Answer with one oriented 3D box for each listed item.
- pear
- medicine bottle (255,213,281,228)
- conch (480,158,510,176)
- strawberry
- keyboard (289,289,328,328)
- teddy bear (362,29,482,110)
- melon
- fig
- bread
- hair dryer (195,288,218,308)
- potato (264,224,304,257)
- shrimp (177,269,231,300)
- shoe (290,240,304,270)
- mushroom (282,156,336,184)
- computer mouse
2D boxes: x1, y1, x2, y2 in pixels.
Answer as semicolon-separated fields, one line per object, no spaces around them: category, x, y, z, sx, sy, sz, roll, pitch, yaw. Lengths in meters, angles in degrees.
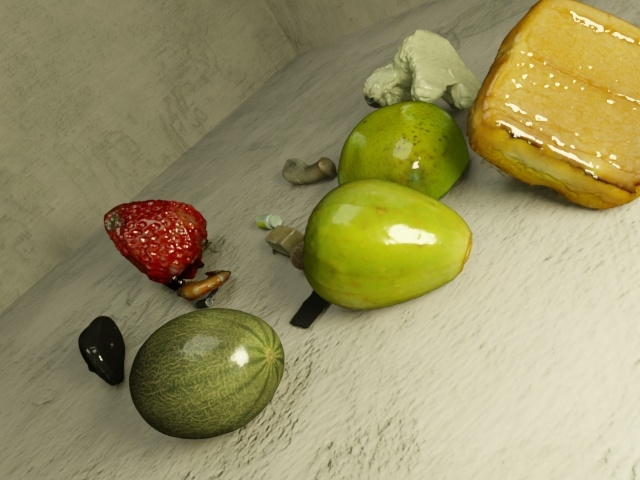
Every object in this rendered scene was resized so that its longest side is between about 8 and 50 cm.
pear;0.192;-0.193;1.188;0.342;0.238;0.318;-29;20;11
medicine bottle;-0.165;-0.060;1.553;0.083;0.047;0.047;2;45;48
conch;0.460;-0.188;1.006;0.255;0.158;0.127;-13;54;16
strawberry;-0.514;-0.019;1.594;0.292;0.310;0.292;-28;24;14
keyboard;0.010;0.124;1.120;0.074;0.015;0.196;8;50;47
teddy bear;0.279;-0.425;1.486;0.362;0.327;0.375;118;149;-51
melon;-0.213;0.247;0.925;0.301;0.237;0.237;-21;31;23
fig;0.126;0.006;0.949;0.326;0.258;0.258;-1;39;18
bread;0.458;-0.247;0.887;0.148;0.337;0.328;97;-162;-78
hair dryer;-0.320;0.161;1.401;0.047;0.026;0.083;-13;31;32
potato;-0.102;0.001;1.380;0.086;0.061;0.122;-47;30;-17
shrimp;-0.352;0.129;1.423;0.150;0.068;0.248;-27;10;-41
shoe;0.000;0.000;1.241;0.180;0.089;0.092;-29;29;6
mushroom;-0.041;-0.236;1.664;0.223;0.081;0.092;6;68;47
computer mouse;-0.617;0.310;1.364;0.086;0.137;0.269;-31;26;-8
